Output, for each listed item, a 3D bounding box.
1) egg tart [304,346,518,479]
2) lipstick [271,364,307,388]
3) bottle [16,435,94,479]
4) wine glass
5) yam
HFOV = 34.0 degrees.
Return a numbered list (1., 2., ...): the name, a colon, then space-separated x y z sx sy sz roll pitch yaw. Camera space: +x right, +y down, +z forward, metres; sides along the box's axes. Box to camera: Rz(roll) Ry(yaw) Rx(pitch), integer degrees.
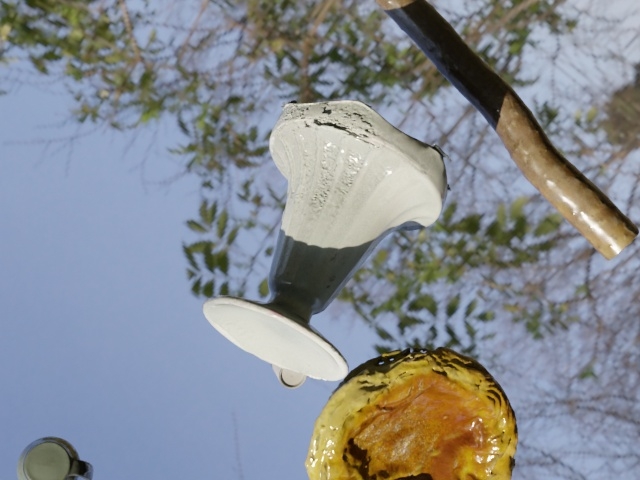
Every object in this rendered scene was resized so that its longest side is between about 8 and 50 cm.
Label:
1. egg tart: 0.135 0.321 1.633 0.352 0.351 0.150 28 -177 -20
2. lipstick: -0.053 0.157 1.428 0.040 0.040 0.141 28 -173 -21
3. bottle: -0.345 0.311 1.379 0.096 0.253 0.079 9 -111 -8
4. wine glass: 0.000 0.000 0.864 0.165 0.165 0.196 33 -115 -11
5. yam: 0.170 -0.115 0.973 0.327 0.045 0.045 49 -154 6
